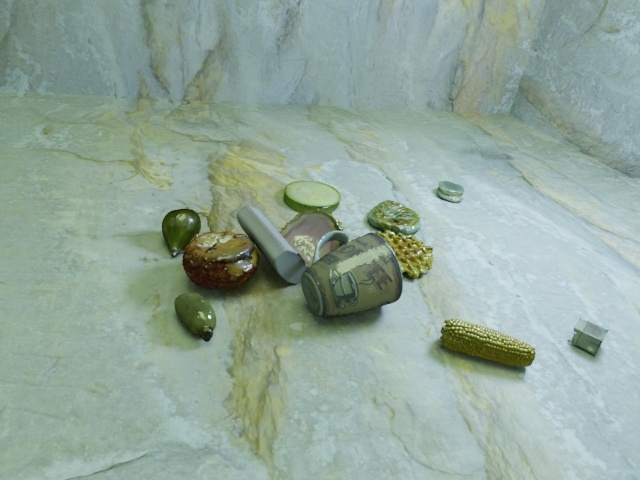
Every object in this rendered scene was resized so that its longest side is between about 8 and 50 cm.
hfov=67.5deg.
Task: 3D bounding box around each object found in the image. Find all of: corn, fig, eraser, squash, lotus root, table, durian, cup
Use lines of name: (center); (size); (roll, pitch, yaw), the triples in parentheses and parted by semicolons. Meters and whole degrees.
corn: (0.468, 0.291, 1.356); (0.260, 0.091, 0.091); (14, 66, 10)
fig: (-0.482, -0.036, 1.655); (0.133, 0.126, 0.185); (13, 24, -18)
eraser: (-0.161, 0.011, 1.583); (0.095, 0.174, 0.270); (-39, 52, -4)
squash: (-0.034, -0.187, 2.092); (0.252, 0.048, 0.252); (8, 31, -5)
lotus root: (-0.340, 0.204, 1.322); (0.090, 0.077, 0.183); (-14, 35, -32)
table: (0.812, 0.292, 1.457); (0.083, 0.062, 0.079); (29, 37, 31)
durian: (-0.007, -0.013, 1.665); (0.305, 0.195, 0.186); (28, 29, 33)
cup: (0.064, 0.089, 1.459); (0.257, 0.227, 0.301); (-16, 51, -23)

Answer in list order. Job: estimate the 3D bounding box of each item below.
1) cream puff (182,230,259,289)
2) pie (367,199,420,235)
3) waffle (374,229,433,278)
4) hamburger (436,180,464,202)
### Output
cream puff: (-0.306, 0.065, 1.489); (0.240, 0.163, 0.240); (-1, 18, 0)
pie: (0.307, -0.094, 2.002); (0.241, 0.054, 0.240); (6, 33, -4)
waffle: (0.287, 0.045, 1.765); (0.291, 0.051, 0.291); (6, 32, -4)
hamburger: (0.628, -0.238, 2.312); (0.133, 0.062, 0.140); (11, 28, -3)
